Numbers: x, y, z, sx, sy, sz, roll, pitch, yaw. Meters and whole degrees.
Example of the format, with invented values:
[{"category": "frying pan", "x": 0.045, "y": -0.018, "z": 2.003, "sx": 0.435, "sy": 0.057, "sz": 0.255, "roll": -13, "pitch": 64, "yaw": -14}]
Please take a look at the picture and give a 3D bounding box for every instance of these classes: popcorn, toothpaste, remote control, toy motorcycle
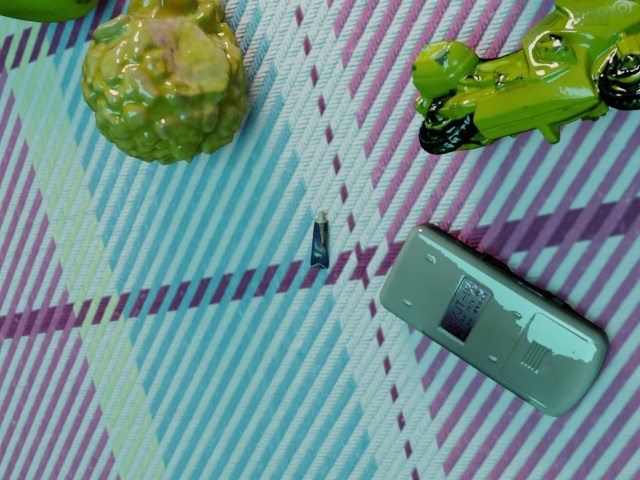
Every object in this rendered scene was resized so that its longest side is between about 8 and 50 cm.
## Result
[{"category": "popcorn", "x": -0.215, "y": -0.219, "z": 1.440, "sx": 0.212, "sy": 0.259, "sz": 0.259, "roll": -36, "pitch": 83, "yaw": 46}, {"category": "toothpaste", "x": 0.000, "y": 0.000, "z": 1.473, "sx": 0.027, "sy": 0.019, "sz": 0.083, "roll": 4, "pitch": 106, "yaw": 4}, {"category": "remote control", "x": 0.223, "y": 0.100, "z": 1.348, "sx": 0.296, "sy": 0.056, "sz": 0.140, "roll": 32, "pitch": 117, "yaw": 18}, {"category": "toy motorcycle", "x": 0.258, "y": -0.201, "z": 1.193, "sx": 0.342, "sy": 0.206, "sz": 0.142, "roll": -11, "pitch": 125, "yaw": 42}]

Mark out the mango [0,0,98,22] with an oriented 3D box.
[{"category": "mango", "x": -0.459, "y": -0.428, "z": 1.551, "sx": 0.343, "sy": 0.156, "sz": 0.192, "roll": 14, "pitch": 108, "yaw": 27}]
